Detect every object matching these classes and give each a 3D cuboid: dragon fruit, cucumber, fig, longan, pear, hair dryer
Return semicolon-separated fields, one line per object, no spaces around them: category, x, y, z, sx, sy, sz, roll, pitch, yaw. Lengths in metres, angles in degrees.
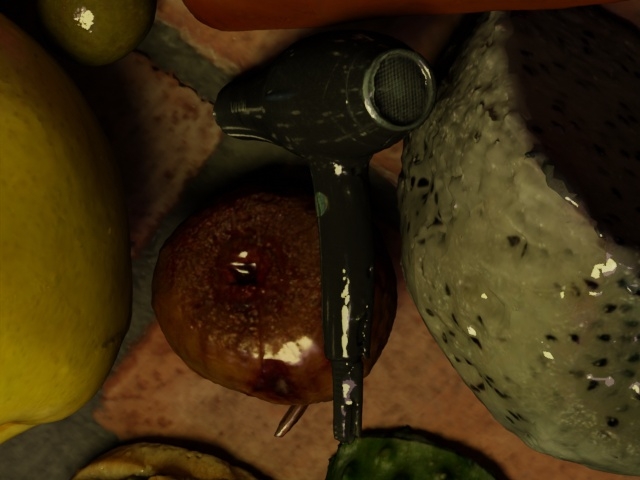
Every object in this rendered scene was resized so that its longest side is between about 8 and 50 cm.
dragon fruit;0.159;0.031;1.015;0.283;0.221;0.204;26;126;-7
cucumber;0.033;0.247;1.219;0.134;0.244;0.134;12;137;11
fig;-0.009;0.056;1.170;0.146;0.134;0.201;30;164;34
longan;-0.129;-0.137;1.075;0.083;0.075;0.075;45;147;41
pear;-0.246;-0.035;1.081;0.284;0.285;0.336;-8;93;24
hair dryer;0.000;0.000;1.031;0.075;0.219;0.195;-2;180;-27

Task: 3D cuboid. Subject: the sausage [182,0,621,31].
sausage;0.047;-0.158;0.982;0.300;0.083;0.089;-4;134;23

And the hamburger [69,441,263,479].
hamburger;-0.099;0.234;1.345;0.213;0.108;0.214;7;132;7
